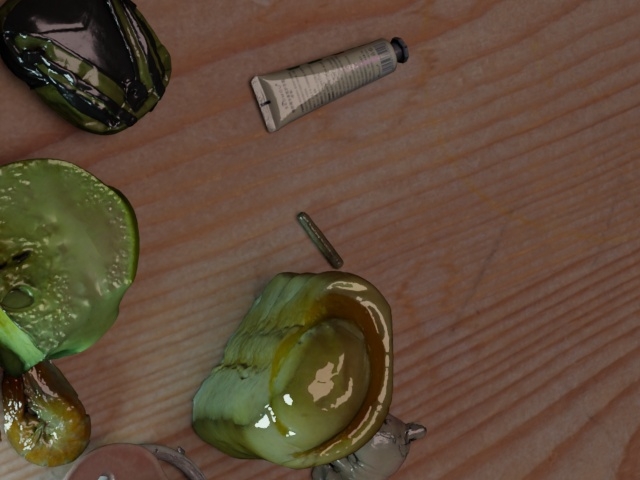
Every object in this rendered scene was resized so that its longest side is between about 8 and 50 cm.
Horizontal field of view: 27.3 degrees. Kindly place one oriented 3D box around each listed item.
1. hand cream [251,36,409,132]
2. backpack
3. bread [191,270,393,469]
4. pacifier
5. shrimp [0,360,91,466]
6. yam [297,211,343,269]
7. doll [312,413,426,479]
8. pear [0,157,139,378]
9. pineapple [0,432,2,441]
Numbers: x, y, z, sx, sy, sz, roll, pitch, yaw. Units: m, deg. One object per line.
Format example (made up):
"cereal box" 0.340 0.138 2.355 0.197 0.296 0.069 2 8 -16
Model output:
"hand cream" 0.020 -0.264 2.129 0.276 0.059 0.095 -24 103 -22
"backpack" -0.328 -0.272 1.877 0.207 0.140 0.253 -47 107 -19
"bread" -0.010 0.199 1.948 0.210 0.341 0.300 32 70 -18
"pacifier" -0.236 0.435 1.893 0.220 0.273 0.332 -46 111 -4
"shrimp" -0.410 0.233 1.885 0.115 0.051 0.217 -35 109 -23
"yam" 0.000 0.000 2.133 0.021 0.021 0.116 -45 112 -22
"doll" 0.075 0.344 2.104 0.149 0.095 0.192 14 117 -31
"pear" -0.389 0.016 1.825 0.286 0.176 0.282 47 61 -4
"pineapple" -0.567 0.229 1.745 0.279 0.158 0.158 -7 94 -17
